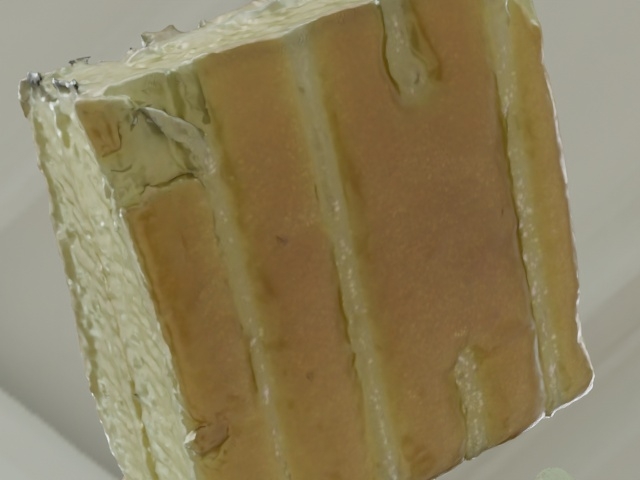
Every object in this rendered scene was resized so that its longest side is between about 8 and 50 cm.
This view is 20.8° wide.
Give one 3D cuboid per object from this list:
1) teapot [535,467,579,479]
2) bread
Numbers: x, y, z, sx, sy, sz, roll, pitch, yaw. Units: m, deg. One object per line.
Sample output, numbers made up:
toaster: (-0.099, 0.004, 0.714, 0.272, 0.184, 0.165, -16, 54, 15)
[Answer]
teapot: (0.115, 0.163, 0.899, 0.057, 0.067, 0.083, 21, -69, -23)
bread: (0.000, 0.000, 0.794, 0.239, 0.111, 0.246, -23, -66, -32)
